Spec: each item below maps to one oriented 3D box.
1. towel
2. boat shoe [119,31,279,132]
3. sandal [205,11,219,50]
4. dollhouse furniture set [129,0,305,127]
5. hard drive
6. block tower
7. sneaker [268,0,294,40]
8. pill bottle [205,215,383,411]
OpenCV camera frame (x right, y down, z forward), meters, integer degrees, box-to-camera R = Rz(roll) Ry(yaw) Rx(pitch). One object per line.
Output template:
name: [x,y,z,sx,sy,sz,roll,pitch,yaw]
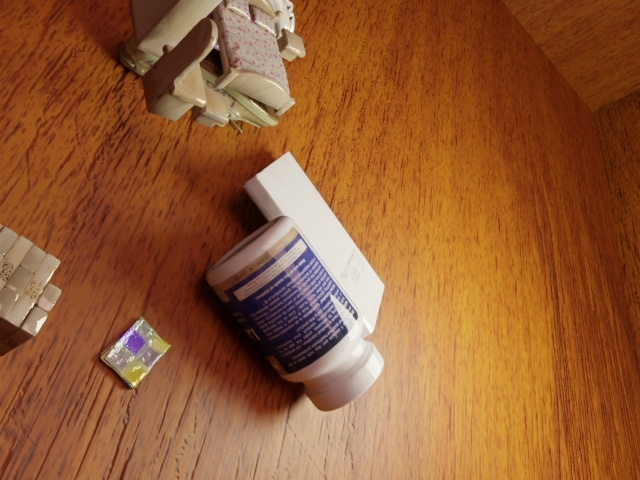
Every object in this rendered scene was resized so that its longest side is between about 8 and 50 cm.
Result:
towel: [-0.232,0.140,0.767,0.060,0.009,0.083,51,40,-11]
boat shoe: [-0.189,-0.263,1.012,0.285,0.089,0.105,30,33,-38]
sandal: [-0.202,-0.527,1.046,0.169,0.102,0.416,-30,110,-50]
dollhouse furniture set: [-0.083,-0.302,0.930,0.355,0.174,0.303,14,55,-47]
hard drive: [0.000,0.000,1.039,0.307,0.040,0.203,54,20,-9]
block tower: [-0.423,-0.016,0.589,0.335,0.097,0.091,41,43,-26]
sneaker: [-0.156,-0.514,1.192,0.118,0.110,0.292,-37,101,-28]
pill bottle: [-0.032,0.109,0.892,0.265,0.153,0.153,54,39,-8]
